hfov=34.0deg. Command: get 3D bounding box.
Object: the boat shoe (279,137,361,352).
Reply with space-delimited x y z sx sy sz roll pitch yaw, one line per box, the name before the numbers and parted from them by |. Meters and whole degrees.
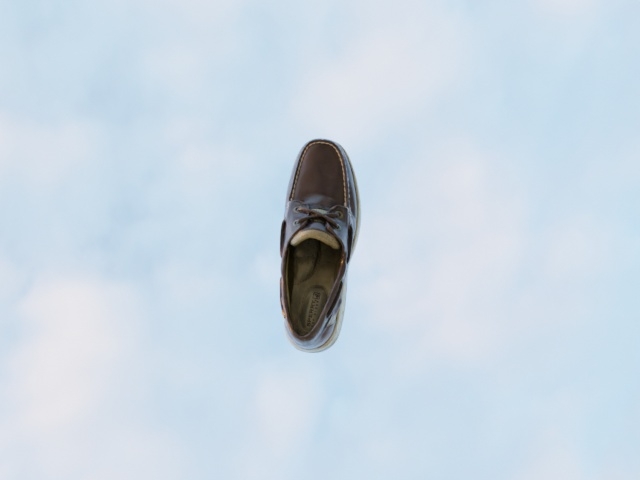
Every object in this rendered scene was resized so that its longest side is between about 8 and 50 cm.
boat shoe | -0.001 0.001 1.057 0.080 0.073 0.224 5 -99 3
